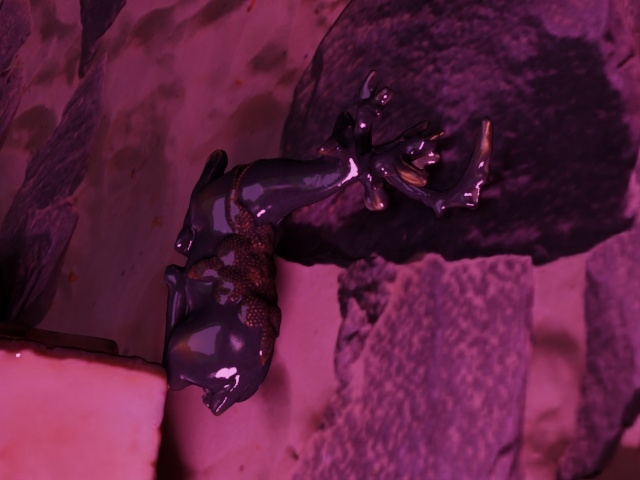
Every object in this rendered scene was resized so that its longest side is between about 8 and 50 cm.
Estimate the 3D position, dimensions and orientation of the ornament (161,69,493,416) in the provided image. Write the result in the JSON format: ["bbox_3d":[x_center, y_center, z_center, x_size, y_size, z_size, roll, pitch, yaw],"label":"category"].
[{"bbox_3d":[0.000,0.000,0.579,0.236,0.080,0.202,-18,56,37],"label":"ornament"}]

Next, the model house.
[{"bbox_3d":[-0.199,0.150,0.612,0.172,0.167,0.182,1,78,60],"label":"model house"}]

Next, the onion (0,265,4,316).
[{"bbox_3d":[-0.390,0.063,0.875,0.200,0.200,0.207,-43,2,18],"label":"onion"}]
